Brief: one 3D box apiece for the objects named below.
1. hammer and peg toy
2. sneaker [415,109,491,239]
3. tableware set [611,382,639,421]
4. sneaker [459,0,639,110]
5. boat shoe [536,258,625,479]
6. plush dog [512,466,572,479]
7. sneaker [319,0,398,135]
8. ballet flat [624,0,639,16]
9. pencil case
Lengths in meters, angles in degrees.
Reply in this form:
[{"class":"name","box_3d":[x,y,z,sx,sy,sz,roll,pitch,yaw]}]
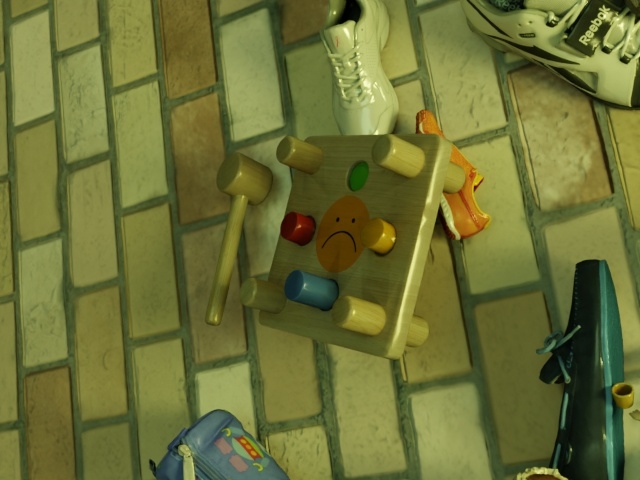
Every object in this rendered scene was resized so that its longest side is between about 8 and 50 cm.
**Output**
[{"class":"hammer and peg toy","box_3d":[0.000,0.000,1.117,0.361,0.127,0.266,6,80,52]},{"class":"sneaker","box_3d":[0.160,-0.084,1.118,0.067,0.064,0.175,-19,74,-1]},{"class":"tableware set","box_3d":[0.370,0.135,0.926,0.154,0.024,0.104,-25,29,-9]},{"class":"sneaker","box_3d":[0.294,-0.248,1.035,0.331,0.146,0.122,25,89,27]},{"class":"boat shoe","box_3d":[0.274,0.147,0.977,0.089,0.109,0.258,-2,75,29]},{"class":"plush dog","box_3d":[0.212,0.396,0.893,0.225,0.262,0.210,39,136,16]},{"class":"sneaker","box_3d":[0.037,-0.227,1.169,0.090,0.115,0.232,-13,73,23]},{"class":"ballet flat","box_3d":[0.416,-0.339,0.995,0.084,0.058,0.250,38,70,11]},{"class":"pencil case","box_3d":[-0.070,0.331,1.087,0.306,0.133,0.119,39,89,27]}]
